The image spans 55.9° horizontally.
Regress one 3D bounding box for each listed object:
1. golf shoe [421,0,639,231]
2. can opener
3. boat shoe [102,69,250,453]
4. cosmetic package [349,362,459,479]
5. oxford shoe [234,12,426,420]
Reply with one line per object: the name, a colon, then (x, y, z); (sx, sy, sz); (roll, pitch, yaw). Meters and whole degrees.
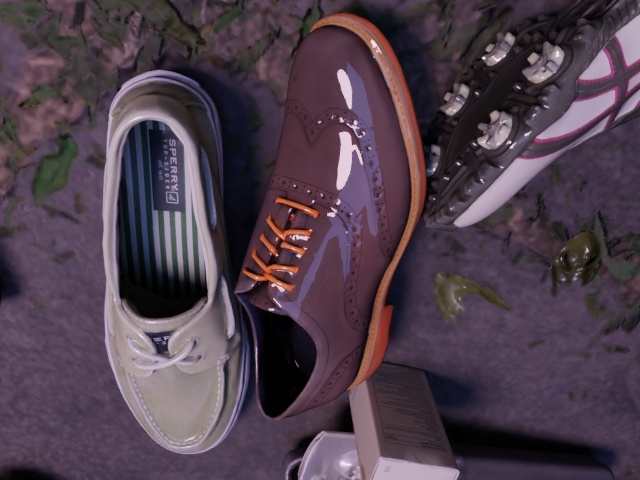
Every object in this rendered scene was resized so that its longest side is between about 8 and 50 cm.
golf shoe: (0.168, -0.099, 0.364); (0.120, 0.105, 0.272); (30, 111, -22)
can opener: (0.110, 0.206, 0.525); (0.284, 0.095, 0.075); (10, 90, -16)
boat shoe: (-0.109, 0.040, 0.419); (0.109, 0.094, 0.302); (-2, 115, -1)
cosmetic package: (0.059, 0.144, 0.461); (0.060, 0.115, 0.041); (13, 113, -7)
oxford shoe: (0.000, 0.000, 0.385); (0.097, 0.098, 0.271); (18, 120, 35)
